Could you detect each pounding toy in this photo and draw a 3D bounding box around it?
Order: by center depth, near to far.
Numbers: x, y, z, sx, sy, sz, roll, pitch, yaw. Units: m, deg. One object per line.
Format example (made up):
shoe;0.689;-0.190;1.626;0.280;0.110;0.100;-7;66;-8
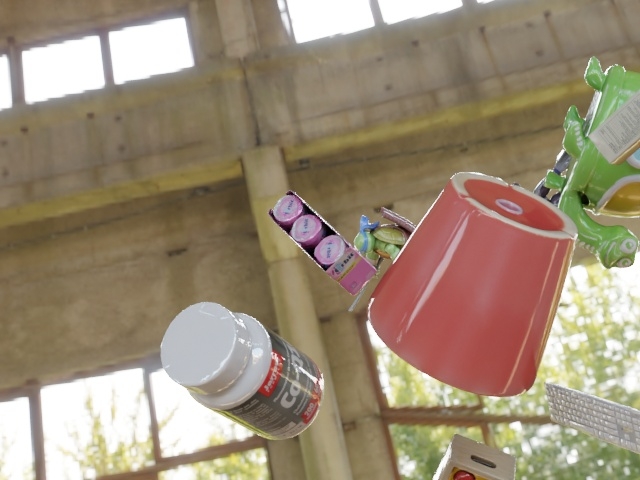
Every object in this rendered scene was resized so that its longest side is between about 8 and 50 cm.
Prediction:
pounding toy;0.266;0.404;1.578;0.141;0.100;0.130;21;-60;4

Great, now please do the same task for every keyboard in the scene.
keyboard;0.440;0.282;1.515;0.014;0.072;0.256;-12;9;-23

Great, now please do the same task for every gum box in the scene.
gum box;0.000;0.000;1.633;0.062;0.188;0.107;-47;-38;1

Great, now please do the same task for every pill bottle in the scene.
pill bottle;-0.123;0.213;1.561;0.161;0.161;0.283;-22;-33;18

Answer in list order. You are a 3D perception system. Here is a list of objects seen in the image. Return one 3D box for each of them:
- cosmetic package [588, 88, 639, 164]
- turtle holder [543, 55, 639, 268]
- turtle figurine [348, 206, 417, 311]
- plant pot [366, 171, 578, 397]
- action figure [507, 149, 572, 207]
cosmetic package;0.465;-0.171;1.432;0.041;0.060;0.115;1;-38;-51
turtle holder;0.519;-0.138;1.631;0.227;0.320;0.243;20;-42;8
turtle figurine;0.197;0.067;2.191;0.266;0.275;0.198;-6;-17;-25
plant pot;0.233;0.050;1.396;0.275;0.275;0.243;6;-63;-32
action figure;0.484;-0.087;2.071;0.285;0.185;0.099;-51;3;11
